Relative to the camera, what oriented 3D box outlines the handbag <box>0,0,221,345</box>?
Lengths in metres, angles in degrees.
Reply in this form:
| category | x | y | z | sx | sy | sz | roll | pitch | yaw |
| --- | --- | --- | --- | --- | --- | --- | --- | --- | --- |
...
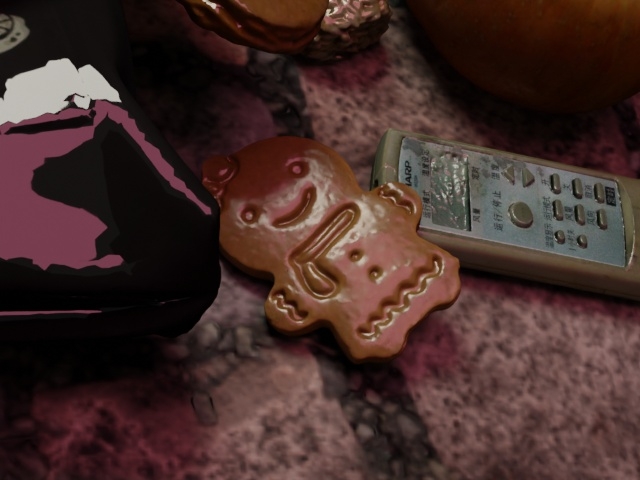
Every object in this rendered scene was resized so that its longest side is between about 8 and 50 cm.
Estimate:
| category | x | y | z | sx | sy | sz | roll | pitch | yaw |
| --- | --- | --- | --- | --- | --- | --- | --- | --- | --- |
| handbag | -0.239 | -0.073 | 1.131 | 0.288 | 0.152 | 0.342 | -11 | 51 | -19 |

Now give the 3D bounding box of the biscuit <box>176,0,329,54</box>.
| category | x | y | z | sx | sy | sz | roll | pitch | yaw |
| --- | --- | --- | --- | --- | --- | --- | --- | --- | --- |
| biscuit | -0.137 | -0.218 | 1.171 | 0.277 | 0.052 | 0.262 | -2 | 45 | -40 |

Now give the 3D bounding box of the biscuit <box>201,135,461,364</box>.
| category | x | y | z | sx | sy | sz | roll | pitch | yaw |
| --- | --- | --- | --- | --- | --- | --- | --- | --- | --- |
| biscuit | 0.006 | -0.001 | 1.224 | 0.133 | 0.027 | 0.184 | -32 | 71 | -15 |

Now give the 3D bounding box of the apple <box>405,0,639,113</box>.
| category | x | y | z | sx | sy | sz | roll | pitch | yaw |
| --- | --- | --- | --- | --- | --- | --- | --- | --- | --- |
| apple | 0.157 | -0.199 | 1.366 | 0.210 | 0.173 | 0.234 | -8 | 67 | -31 |

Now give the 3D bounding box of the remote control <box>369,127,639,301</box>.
| category | x | y | z | sx | sy | sz | roll | pitch | yaw |
| --- | --- | --- | --- | --- | --- | --- | --- | --- | --- |
| remote control | 0.149 | -0.015 | 1.307 | 0.234 | 0.038 | 0.098 | 10 | 51 | -13 |

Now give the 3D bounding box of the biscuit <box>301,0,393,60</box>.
| category | x | y | z | sx | sy | sz | roll | pitch | yaw |
| --- | --- | --- | --- | --- | --- | --- | --- | --- | --- |
| biscuit | -0.016 | -0.207 | 1.367 | 0.082 | 0.070 | 0.168 | -25 | 69 | -25 |
